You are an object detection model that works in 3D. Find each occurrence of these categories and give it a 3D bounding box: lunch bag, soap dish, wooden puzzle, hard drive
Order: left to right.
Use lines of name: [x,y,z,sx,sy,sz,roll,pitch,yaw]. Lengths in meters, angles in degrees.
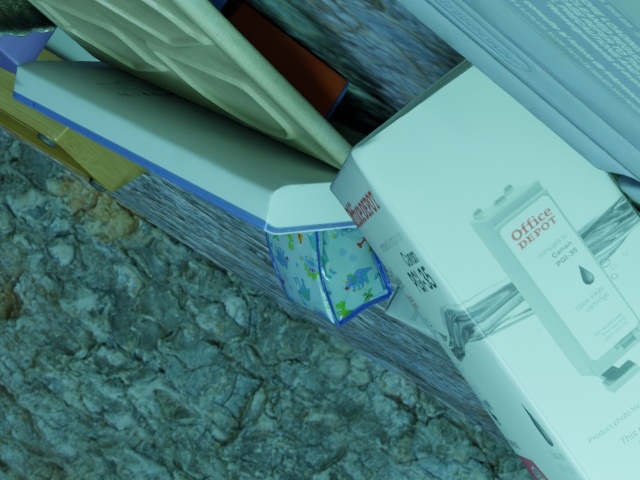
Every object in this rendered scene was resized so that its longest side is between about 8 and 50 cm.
soap dish: [-0.330,-0.180,1.869,0.291,0.118,0.229,31,173,19]
wooden puzzle: [-0.134,-0.183,1.225,0.322,0.080,0.348,27,176,37]
hard drive: [-0.077,-0.085,1.366,0.319,0.040,0.210,27,-158,38]
lunch bag: [0.000,0.000,1.803,0.129,0.096,0.151,19,136,59]

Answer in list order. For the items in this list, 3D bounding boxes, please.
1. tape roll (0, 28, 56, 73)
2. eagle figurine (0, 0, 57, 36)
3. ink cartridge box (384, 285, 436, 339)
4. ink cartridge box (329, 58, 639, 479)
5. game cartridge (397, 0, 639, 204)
tape roll: [-0.357,-0.251,1.658,0.189,0.080,0.189,32,173,5]
eagle figurine: [-0.376,-0.262,1.434,0.298,0.225,0.226,-9,-167,33]
ink cartridge box: [0.199,0.114,1.564,0.189,0.066,0.232,30,-179,-41]
ink cartridge box: [0.133,0.037,0.980,0.283,0.117,0.207,54,175,2]
game cartridge: [0.112,-0.113,0.716,0.355,0.068,0.230,36,168,-27]
